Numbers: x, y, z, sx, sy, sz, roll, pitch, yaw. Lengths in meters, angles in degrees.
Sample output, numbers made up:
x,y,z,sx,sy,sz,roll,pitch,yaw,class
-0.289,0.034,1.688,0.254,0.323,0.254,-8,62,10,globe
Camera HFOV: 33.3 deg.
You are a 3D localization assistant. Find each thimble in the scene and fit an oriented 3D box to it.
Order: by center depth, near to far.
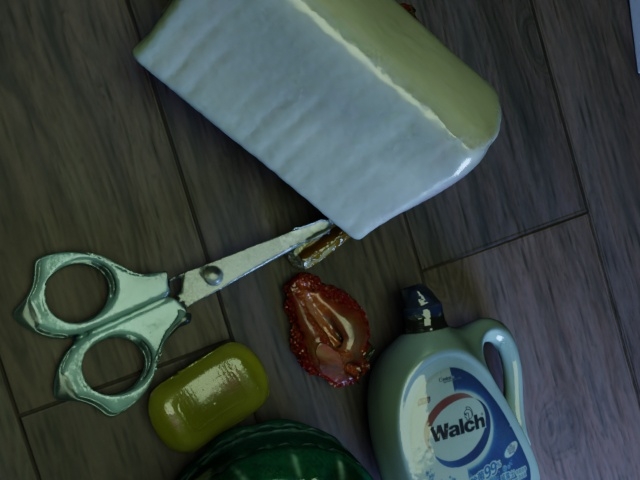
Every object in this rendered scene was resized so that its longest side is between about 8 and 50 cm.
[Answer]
x,y,z,sx,sy,sz,roll,pitch,yaw,class
-0.038,0.346,1.157,0.254,0.167,0.288,-29,104,-8,thimble

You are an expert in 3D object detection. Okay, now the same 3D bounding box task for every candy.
x,y,z,sx,sy,sz,roll,pitch,yaw,class
-0.002,-0.176,1.141,0.358,0.208,0.145,40,34,-16,candy

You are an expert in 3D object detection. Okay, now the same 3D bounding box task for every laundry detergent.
x,y,z,sx,sy,sz,roll,pitch,yaw,class
0.155,0.187,1.266,0.214,0.105,0.281,-10,91,-28,laundry detergent

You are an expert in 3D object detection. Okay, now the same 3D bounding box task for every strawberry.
x,y,z,sx,sy,sz,roll,pitch,yaw,class
0.011,0.105,1.246,0.104,0.048,0.152,-42,106,-18,strawberry

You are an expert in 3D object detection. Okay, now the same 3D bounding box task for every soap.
x,y,z,sx,sy,sz,roll,pitch,yaw,class
-0.125,0.175,1.197,0.140,0.045,0.089,-32,101,-15,soap

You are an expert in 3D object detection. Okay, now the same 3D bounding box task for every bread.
x,y,z,sx,sy,sz,roll,pitch,yaw,class
0.000,0.000,1.241,0.083,0.047,0.036,-35,108,-16,bread

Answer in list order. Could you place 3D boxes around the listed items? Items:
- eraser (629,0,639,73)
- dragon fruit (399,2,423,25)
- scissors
x,y,z,sx,sy,sz,roll,pitch,yaw,class
0.446,-0.372,1.383,0.078,0.076,0.298,-8,93,-19,eraser
0.097,-0.212,1.247,0.068,0.112,0.126,-28,100,-3,dragon fruit
-0.147,0.053,1.177,0.360,0.029,0.191,-24,97,-8,scissors
